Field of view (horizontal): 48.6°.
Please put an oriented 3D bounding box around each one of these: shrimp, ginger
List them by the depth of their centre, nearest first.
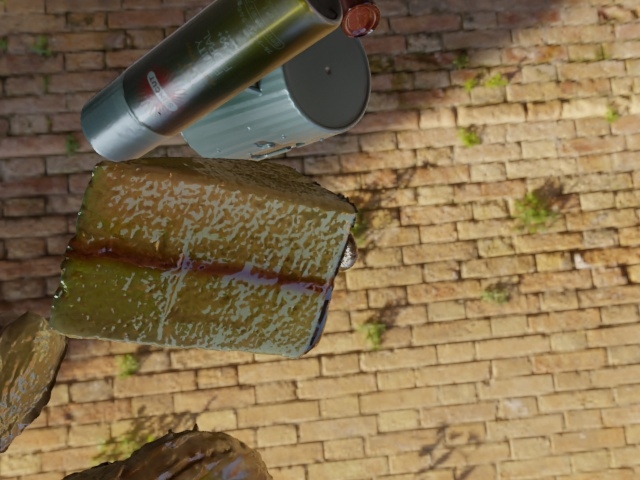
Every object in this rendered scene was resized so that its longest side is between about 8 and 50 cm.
[{"bbox_3d":[-0.447,0.185,0.961,0.123,0.193,0.115,3,149,18],"label":"ginger"},{"bbox_3d":[0.005,-0.003,1.315,0.163,0.095,0.045,32,-132,27],"label":"shrimp"}]

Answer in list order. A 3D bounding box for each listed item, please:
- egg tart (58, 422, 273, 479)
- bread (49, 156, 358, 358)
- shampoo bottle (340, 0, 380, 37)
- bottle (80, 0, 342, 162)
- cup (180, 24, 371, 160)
[{"bbox_3d":[-0.147,0.251,0.477,0.123,0.293,0.294,20,-174,31],"label":"egg tart"},{"bbox_3d":[-0.120,-0.004,0.662,0.264,0.167,0.163,13,-166,-36],"label":"bread"},{"bbox_3d":[0.032,-0.465,1.148,0.064,0.260,0.102,-15,165,2],"label":"shampoo bottle"},{"bbox_3d":[-0.114,-0.166,0.679,0.286,0.082,0.082,-26,162,31],"label":"bottle"},{"bbox_3d":[-0.142,-0.318,1.561,0.392,0.310,0.401,-4,-152,47],"label":"cup"}]
